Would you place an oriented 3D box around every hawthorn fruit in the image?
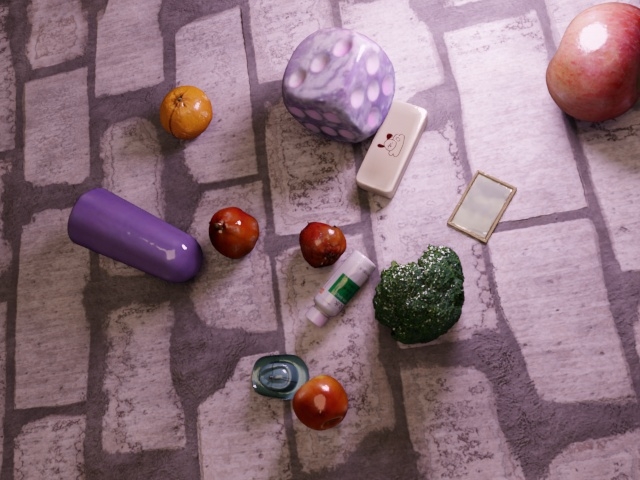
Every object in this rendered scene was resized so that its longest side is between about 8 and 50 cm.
[{"bbox_3d":[-0.286,-0.026,1.815,0.169,0.188,0.169,-2,83,12],"label":"hawthorn fruit"},{"bbox_3d":[0.000,0.000,1.772,0.148,0.148,0.172,-34,52,3],"label":"hawthorn fruit"}]

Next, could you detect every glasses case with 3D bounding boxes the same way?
[{"bbox_3d":[0.235,-0.299,1.825,0.131,0.070,0.313,23,82,18],"label":"glasses case"}]

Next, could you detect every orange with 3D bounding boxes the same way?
[{"bbox_3d":[-0.479,-0.457,1.985,0.193,0.161,0.193,-5,74,17],"label":"orange"}]

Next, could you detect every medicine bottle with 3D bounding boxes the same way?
[{"bbox_3d":[0.059,0.153,1.738,0.095,0.095,0.260,41,89,19],"label":"medicine bottle"}]

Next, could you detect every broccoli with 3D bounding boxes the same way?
[{"bbox_3d":[0.284,0.149,1.615,0.308,0.308,0.275,-35,33,2],"label":"broccoli"}]

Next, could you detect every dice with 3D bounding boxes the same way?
[{"bbox_3d":[0.059,-0.489,1.782,0.270,0.270,0.271,18,80,35],"label":"dice"}]

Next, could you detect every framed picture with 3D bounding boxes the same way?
[{"bbox_3d":[0.504,-0.109,1.746,0.136,0.010,0.201,29,85,17],"label":"framed picture"}]

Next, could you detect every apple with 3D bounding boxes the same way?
[{"bbox_3d":[0.804,-0.520,1.629,0.269,0.345,0.345,22,81,36],"label":"apple"},{"bbox_3d":[0.003,0.479,1.635,0.163,0.163,0.139,-39,63,1],"label":"apple"}]

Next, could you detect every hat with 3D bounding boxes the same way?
[{"bbox_3d":[-0.133,0.420,1.722,0.191,0.078,0.138,-3,77,12],"label":"hat"}]

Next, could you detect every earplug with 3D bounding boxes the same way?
[{"bbox_3d":[-0.602,-0.003,1.881,0.456,0.215,0.215,23,82,14],"label":"earplug"}]
